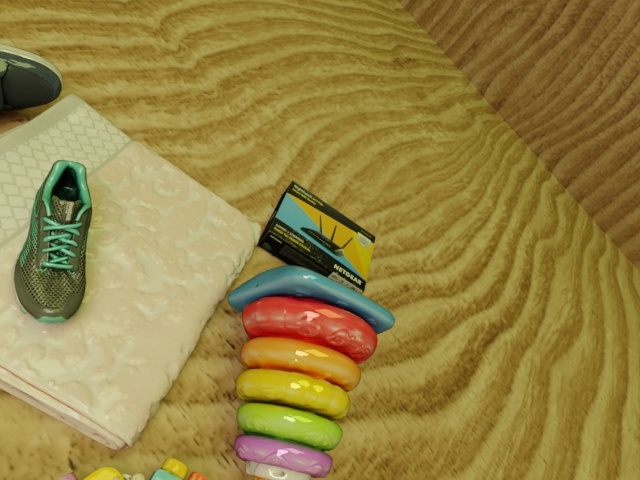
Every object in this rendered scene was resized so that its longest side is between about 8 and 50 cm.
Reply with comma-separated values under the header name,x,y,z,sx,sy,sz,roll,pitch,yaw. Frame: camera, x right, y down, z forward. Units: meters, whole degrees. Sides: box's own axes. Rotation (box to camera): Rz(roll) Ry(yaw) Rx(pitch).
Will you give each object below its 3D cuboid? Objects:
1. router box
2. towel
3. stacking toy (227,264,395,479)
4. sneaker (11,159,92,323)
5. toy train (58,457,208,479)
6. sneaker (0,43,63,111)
name,x,y,z,sx,sy,sz,roll,pitch,yaw
router box,0.000,0.000,0.704,0.179,0.046,0.133,33,43,-15
towel,-0.254,0.003,0.489,0.317,0.053,0.332,37,43,-11
stacking toy,-0.034,0.194,0.463,0.165,0.175,0.302,31,55,-29
sneaker,-0.248,-0.007,0.405,0.065,0.076,0.166,5,56,-34
toy train,-0.173,0.257,0.363,0.166,0.046,0.125,4,58,-34
sneaker,-0.386,-0.132,0.443,0.226,0.086,0.163,-10,54,-31
